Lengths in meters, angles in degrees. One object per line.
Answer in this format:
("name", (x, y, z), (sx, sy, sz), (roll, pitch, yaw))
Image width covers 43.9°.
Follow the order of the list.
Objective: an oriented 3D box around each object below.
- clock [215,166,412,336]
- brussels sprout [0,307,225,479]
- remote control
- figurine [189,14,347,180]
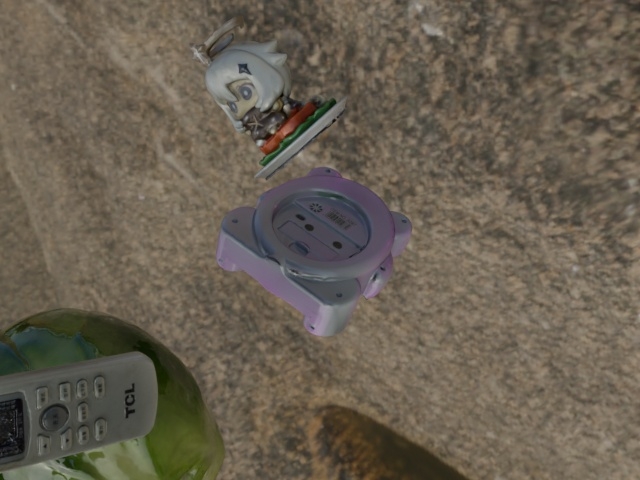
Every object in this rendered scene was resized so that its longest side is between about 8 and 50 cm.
("clock", (0.000, 0.000, 1.142), (0.227, 0.248, 0.090), (35, 135, 17))
("brussels sprout", (-0.313, 0.251, 1.077), (0.371, 0.276, 0.315), (36, 153, -7))
("remote control", (-0.241, 0.159, 0.737), (0.029, 0.190, 0.088), (16, 107, 51))
("figurine", (-0.063, -0.157, 0.823), (0.154, 0.132, 0.132), (49, 141, -7))
